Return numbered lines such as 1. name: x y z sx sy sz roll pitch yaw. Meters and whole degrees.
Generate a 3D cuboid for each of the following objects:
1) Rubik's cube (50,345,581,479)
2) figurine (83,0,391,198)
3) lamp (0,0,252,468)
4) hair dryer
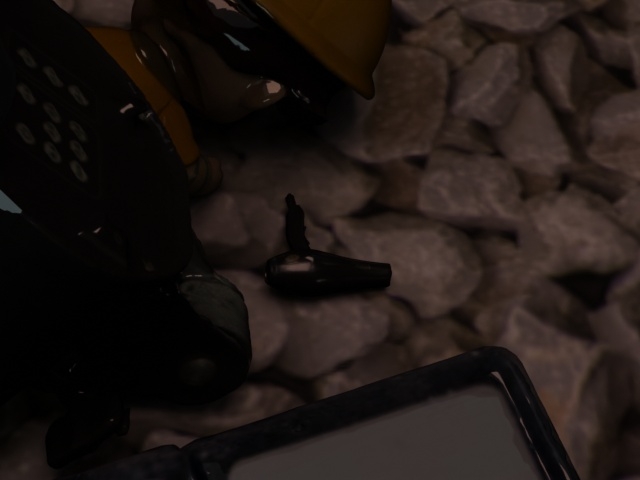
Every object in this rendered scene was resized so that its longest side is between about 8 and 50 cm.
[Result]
1. Rubik's cube: -0.013 0.279 0.810 0.313 0.318 0.316 -17 59 -15
2. figurine: -0.072 -0.130 1.158 0.257 0.167 0.192 -36 80 -21
3. lamp: -0.219 -0.009 0.995 0.272 0.374 0.205 -22 41 10
4. hair dryer: 0.000 0.000 1.164 0.079 0.031 0.083 1 49 -16
